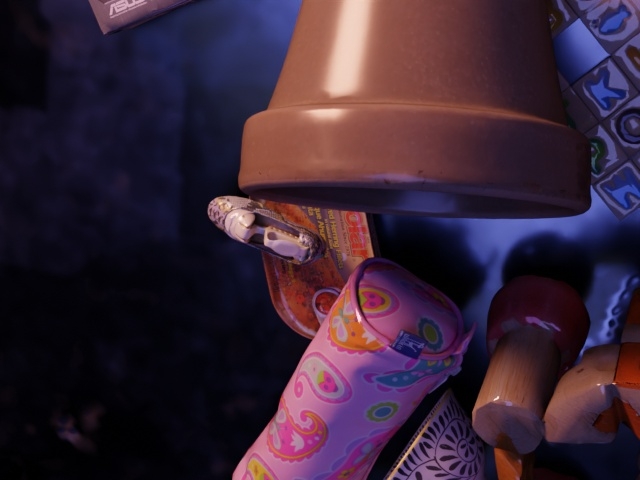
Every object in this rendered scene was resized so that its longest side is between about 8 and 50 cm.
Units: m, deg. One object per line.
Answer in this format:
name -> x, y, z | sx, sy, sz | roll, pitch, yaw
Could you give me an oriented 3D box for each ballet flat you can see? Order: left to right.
ballet flat -> -0.050, -0.008, 0.953 | 0.114, 0.041, 0.041 | 21, 112, 7

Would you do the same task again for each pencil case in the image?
pencil case -> 0.024, 0.149, 0.957 | 0.124, 0.124, 0.284 | 32, 123, 3

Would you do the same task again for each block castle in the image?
block castle -> 0.354, 0.178, 0.857 | 0.453, 0.213, 0.303 | 1, 120, 22

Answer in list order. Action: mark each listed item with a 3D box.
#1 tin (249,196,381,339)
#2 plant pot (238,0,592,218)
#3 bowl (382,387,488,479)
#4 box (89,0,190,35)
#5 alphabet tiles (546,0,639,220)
tin -> 0.000, 0.000, 0.983 | 0.106, 0.040, 0.189 | -5, 107, 21
plant pot -> 0.077, -0.138, 0.815 | 0.263, 0.263, 0.229 | 4, 88, 14
bowl -> 0.097, 0.221, 0.953 | 0.080, 0.170, 0.170 | 36, 113, 9
box -> -0.113, -0.298, 0.903 | 0.231, 0.056, 0.183 | -18, 102, 20
alphabet tiles -> 0.277, -0.159, 0.869 | 0.237, 0.009, 0.198 | -38, 95, 23
